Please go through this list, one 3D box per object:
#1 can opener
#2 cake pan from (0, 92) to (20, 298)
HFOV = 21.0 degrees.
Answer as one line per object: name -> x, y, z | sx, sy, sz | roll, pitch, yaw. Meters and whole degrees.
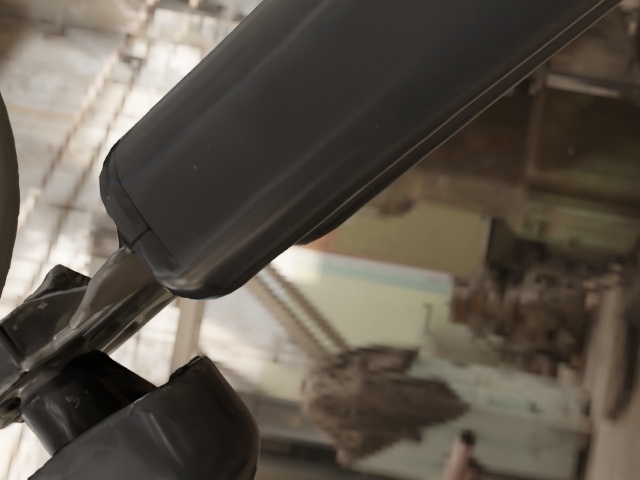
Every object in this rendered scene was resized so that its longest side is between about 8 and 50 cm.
can opener -> 0.000, 0.000, 0.417 | 0.283, 0.095, 0.076 | -38, -3, 42
cake pan -> -0.257, -0.006, 0.624 | 0.054, 0.293, 0.293 | 107, 175, -58
